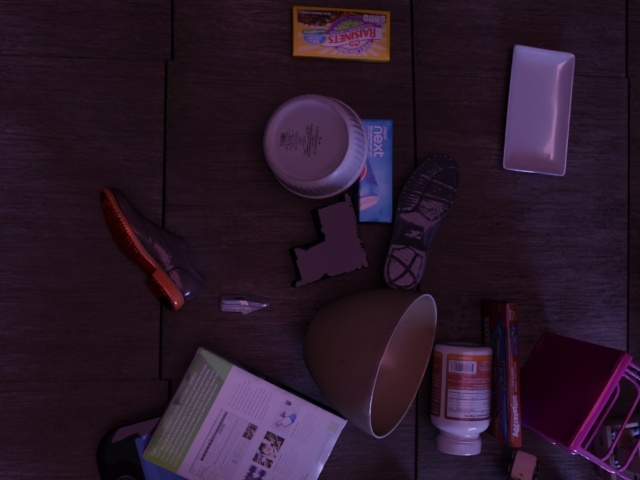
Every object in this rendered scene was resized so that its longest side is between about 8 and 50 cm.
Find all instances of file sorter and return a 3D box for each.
[{"bbox_3d":[0.534,0.330,1.518,0.182,0.291,0.202,35,83,-11],"label":"file sorter"}]

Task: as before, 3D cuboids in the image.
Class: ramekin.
[{"bbox_3d":[-0.014,-0.187,1.488,0.207,0.109,0.207,0,89,11],"label":"ramekin"}]

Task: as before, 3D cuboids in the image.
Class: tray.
[{"bbox_3d":[0.467,-0.278,1.648,0.145,0.030,0.270,6,88,-9],"label":"tray"}]

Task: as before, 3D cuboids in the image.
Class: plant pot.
[{"bbox_3d":[0.079,0.211,1.474,0.191,0.284,0.284,17,85,26],"label":"plant pot"}]

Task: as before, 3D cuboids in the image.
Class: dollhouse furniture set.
[{"bbox_3d":[0.672,0.446,1.589,0.130,0.184,0.128,-7,92,-10],"label":"dollhouse furniture set"}]

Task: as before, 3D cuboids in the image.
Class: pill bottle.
[{"bbox_3d":[0.286,0.319,1.558,0.121,0.121,0.216,3,89,-10],"label":"pill bottle"}]

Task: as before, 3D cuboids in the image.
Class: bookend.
[{"bbox_3d":[0.000,0.000,1.538,0.157,0.072,0.156,-16,91,-9],"label":"bookend"}]

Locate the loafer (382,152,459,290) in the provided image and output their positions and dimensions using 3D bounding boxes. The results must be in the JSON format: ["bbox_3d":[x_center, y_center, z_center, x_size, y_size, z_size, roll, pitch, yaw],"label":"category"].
[{"bbox_3d":[0.196,-0.035,1.573,0.109,0.095,0.302,22,81,1],"label":"loafer"}]

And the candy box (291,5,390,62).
[{"bbox_3d":[0.043,-0.425,1.578,0.206,0.027,0.105,0,92,-10],"label":"candy box"}]

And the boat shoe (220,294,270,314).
[{"bbox_3d":[-0.152,0.131,1.532,0.100,0.035,0.035,2,116,-14],"label":"boat shoe"}]

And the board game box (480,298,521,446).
[{"bbox_3d":[0.366,0.264,1.561,0.027,0.145,0.281,-1,89,-8],"label":"board game box"}]

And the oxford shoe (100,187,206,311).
[{"bbox_3d":[-0.327,0.004,1.483,0.098,0.097,0.271,-37,100,-29],"label":"oxford shoe"}]

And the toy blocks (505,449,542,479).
[{"bbox_3d":[0.482,0.647,1.559,0.309,0.260,0.288,20,55,14],"label":"toy blocks"}]

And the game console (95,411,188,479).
[{"bbox_3d":[-0.216,0.482,1.497,0.387,0.060,0.341,-14,91,-9],"label":"game console"}]

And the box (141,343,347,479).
[{"bbox_3d":[-0.142,0.371,1.458,0.322,0.058,0.232,29,86,-11],"label":"box"}]

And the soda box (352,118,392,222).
[{"bbox_3d":[0.105,-0.139,1.563,0.071,0.067,0.209,1,88,-10],"label":"soda box"}]
